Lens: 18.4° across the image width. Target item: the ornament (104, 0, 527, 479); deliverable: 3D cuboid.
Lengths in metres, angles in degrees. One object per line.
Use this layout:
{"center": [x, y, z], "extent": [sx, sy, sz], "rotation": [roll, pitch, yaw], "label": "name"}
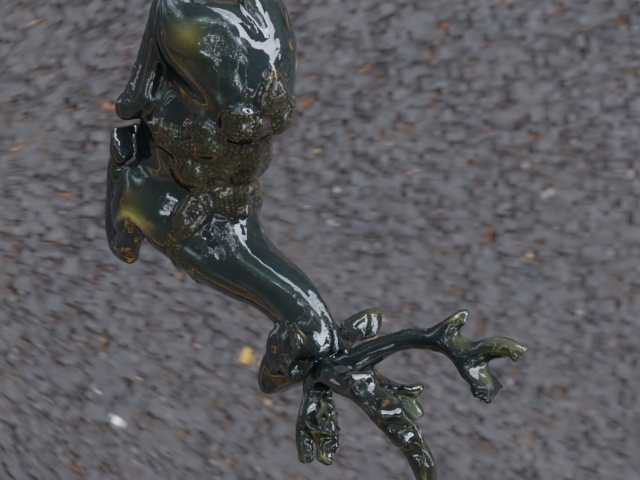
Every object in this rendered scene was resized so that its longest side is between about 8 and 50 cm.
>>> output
{"center": [0.000, 0.000, 0.943], "extent": [0.080, 0.202, 0.236], "rotation": [-22, 56, -38], "label": "ornament"}
